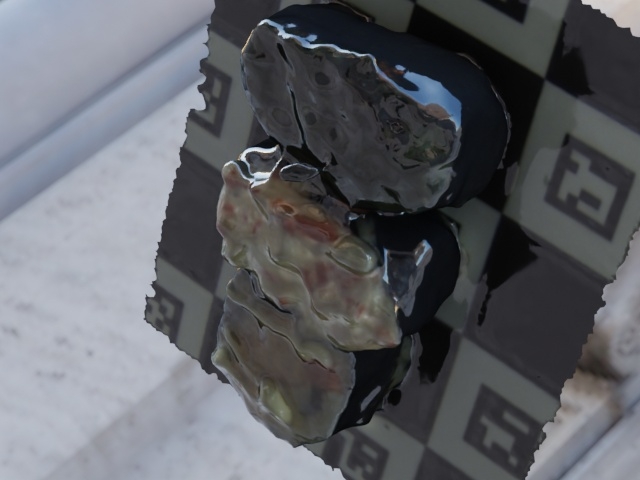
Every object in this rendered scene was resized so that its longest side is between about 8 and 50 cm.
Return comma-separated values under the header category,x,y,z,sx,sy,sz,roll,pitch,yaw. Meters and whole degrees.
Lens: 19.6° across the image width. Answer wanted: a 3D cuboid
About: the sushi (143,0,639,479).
category,x,y,z,sx,sy,sz,roll,pitch,yaw
sushi,0.000,0.000,1.012,0.296,0.100,0.373,36,-50,24
